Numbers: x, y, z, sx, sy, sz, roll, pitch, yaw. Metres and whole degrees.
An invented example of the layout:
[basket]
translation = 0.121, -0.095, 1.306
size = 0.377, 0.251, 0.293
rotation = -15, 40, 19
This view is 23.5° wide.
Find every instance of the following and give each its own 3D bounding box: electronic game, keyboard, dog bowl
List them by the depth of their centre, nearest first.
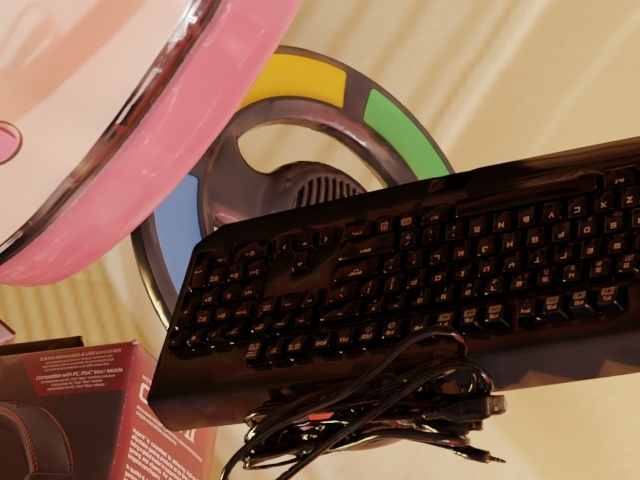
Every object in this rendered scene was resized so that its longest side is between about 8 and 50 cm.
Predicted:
[keyboard]
translation = 0.026, 0.015, 0.430
size = 0.192, 0.038, 0.100
rotation = -13, -127, 33
[dog bowl]
translation = -0.131, -0.156, 0.774
size = 0.408, 0.150, 0.408
rotation = -43, -151, 31
[electronic game]
translation = 0.000, 0.000, 0.824
size = 0.048, 0.229, 0.229
rotation = -32, -119, 47

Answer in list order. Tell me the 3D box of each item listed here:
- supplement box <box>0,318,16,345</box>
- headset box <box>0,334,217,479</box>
[supplement box]
translation = -0.323, 0.151, 1.133
size = 0.073, 0.130, 0.239
rotation = 39, -54, 11
[headset box]
translation = -0.189, 0.191, 0.876
size = 0.218, 0.110, 0.293
rotation = -7, -124, 23
